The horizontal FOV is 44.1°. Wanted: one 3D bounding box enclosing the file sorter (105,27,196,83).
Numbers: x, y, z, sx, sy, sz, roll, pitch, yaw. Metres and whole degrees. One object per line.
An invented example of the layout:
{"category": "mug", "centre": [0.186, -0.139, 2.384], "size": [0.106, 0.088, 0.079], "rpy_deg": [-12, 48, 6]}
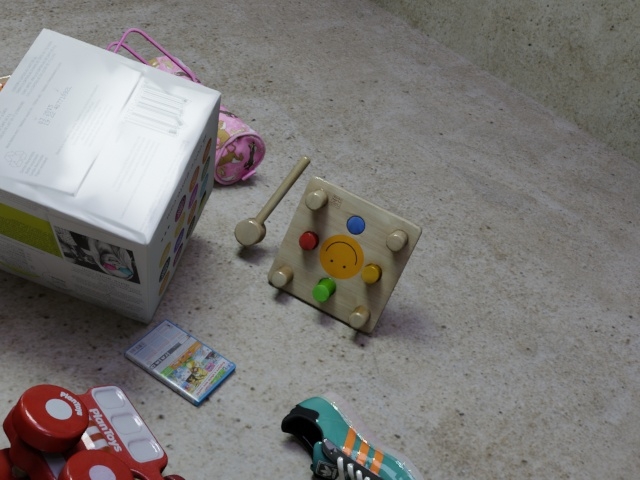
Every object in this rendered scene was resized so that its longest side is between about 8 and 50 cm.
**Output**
{"category": "file sorter", "centre": [-0.430, -0.285, 1.670], "size": [0.202, 0.291, 0.182], "rpy_deg": [40, 53, -29]}

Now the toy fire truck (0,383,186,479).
{"category": "toy fire truck", "centre": [-0.318, 0.336, 1.143], "size": [0.302, 0.169, 0.254], "rpy_deg": [44, 24, 28]}

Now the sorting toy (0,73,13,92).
{"category": "sorting toy", "centre": [-0.700, -0.286, 1.712], "size": [0.348, 0.047, 0.196], "rpy_deg": [-19, 60, -26]}

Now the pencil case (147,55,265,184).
{"category": "pencil case", "centre": [-0.301, -0.299, 1.950], "size": [0.386, 0.160, 0.167], "rpy_deg": [44, 25, 29]}

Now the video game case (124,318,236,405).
{"category": "video game case", "centre": [-0.253, 0.218, 1.431], "size": [0.166, 0.015, 0.119], "rpy_deg": [31, 37, 14]}

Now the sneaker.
{"category": "sneaker", "centre": [0.052, 0.377, 1.304], "size": [0.121, 0.108, 0.302], "rpy_deg": [-17, 42, -39]}

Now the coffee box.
{"category": "coffee box", "centre": [-0.401, -0.105, 1.433], "size": [0.338, 0.334, 0.337], "rpy_deg": [20, 59, 0]}

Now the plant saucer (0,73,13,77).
{"category": "plant saucer", "centre": [-0.665, -0.277, 1.776], "size": [0.311, 0.050, 0.310], "rpy_deg": [7, 52, -9]}

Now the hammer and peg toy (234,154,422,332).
{"category": "hammer and peg toy", "centre": [0.000, 0.000, 1.628], "size": [0.361, 0.265, 0.127], "rpy_deg": [28, 18, 9]}
